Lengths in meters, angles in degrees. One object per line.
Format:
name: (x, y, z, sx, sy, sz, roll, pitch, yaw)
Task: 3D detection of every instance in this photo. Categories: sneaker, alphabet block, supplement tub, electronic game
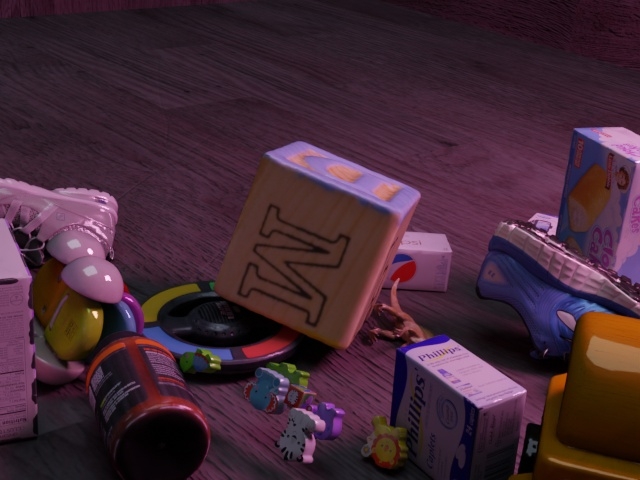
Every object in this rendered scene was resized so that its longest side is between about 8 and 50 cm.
sneaker: (0.353, 0.109, 1.352, 0.330, 0.147, 0.130, 33, 17, 16)
sneaker: (-0.429, -0.018, 1.483, 0.281, 0.105, 0.115, -1, 55, -21)
alphabet block: (0.000, 0.000, 1.346, 0.193, 0.197, 0.192, 24, 14, 9)
supplement tub: (-0.192, 0.171, 1.099, 0.106, 0.106, 0.198, -5, 25, -21)
electronic game: (-0.131, 0.108, 1.333, 0.229, 0.048, 0.229, 4, 23, -2)

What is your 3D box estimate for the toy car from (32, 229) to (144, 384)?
toy car: (-0.283, 0.089, 1.244, 0.136, 0.159, 0.182, 23, 10, -34)

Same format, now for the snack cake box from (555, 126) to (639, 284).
snack cake box: (0.415, -0.014, 1.455, 0.089, 0.264, 0.152, -3, 24, -18)

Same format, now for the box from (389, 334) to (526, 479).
box: (0.143, 0.190, 1.099, 0.072, 0.126, 0.137, -12, 28, -31)

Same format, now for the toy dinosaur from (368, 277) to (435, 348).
toy dinosaur: (0.111, 0.116, 1.385, 0.093, 0.053, 0.183, 9, 25, -33)

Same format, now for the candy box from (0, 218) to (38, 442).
candy box: (-0.361, 0.097, 1.122, 0.070, 0.196, 0.165, -7, 26, -24)

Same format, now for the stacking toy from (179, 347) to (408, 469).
stacking toy: (-0.032, 0.181, 1.107, 0.221, 0.052, 0.167, 25, 4, 39)

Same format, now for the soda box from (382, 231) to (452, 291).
soda box: (0.084, 0.027, 1.542, 0.216, 0.069, 0.074, 4, 23, -4)

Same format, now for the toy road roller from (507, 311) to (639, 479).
toy road roller: (0.274, 0.214, 0.923, 0.203, 0.240, 0.329, 10, 24, 13)

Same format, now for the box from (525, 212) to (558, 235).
box: (0.391, -0.012, 1.750, 0.081, 0.028, 0.136, 16, 23, 25)
